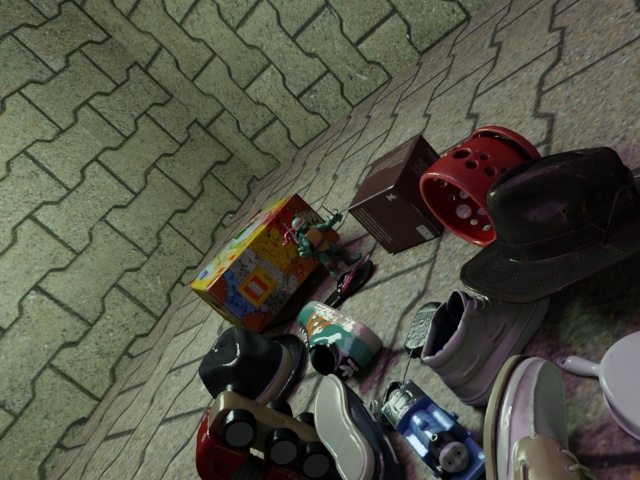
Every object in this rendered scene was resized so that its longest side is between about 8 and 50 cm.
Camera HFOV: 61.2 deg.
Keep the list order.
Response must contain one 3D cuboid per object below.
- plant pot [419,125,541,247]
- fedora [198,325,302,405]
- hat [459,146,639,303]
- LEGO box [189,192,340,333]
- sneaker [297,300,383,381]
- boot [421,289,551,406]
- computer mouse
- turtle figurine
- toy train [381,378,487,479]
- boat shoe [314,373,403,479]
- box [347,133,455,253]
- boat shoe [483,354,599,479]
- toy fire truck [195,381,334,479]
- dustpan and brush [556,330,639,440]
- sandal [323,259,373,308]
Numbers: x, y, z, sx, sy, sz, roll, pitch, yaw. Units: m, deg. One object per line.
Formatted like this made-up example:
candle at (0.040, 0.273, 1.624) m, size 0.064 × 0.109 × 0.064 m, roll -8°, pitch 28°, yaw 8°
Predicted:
plant pot at (0.313, -0.112, 1.034) m, size 0.174 × 0.191 × 0.191 m, roll -47°, pitch 17°, yaw -12°
fedora at (-0.198, 0.314, 1.330) m, size 0.334 × 0.152 × 0.334 m, roll -41°, pitch 18°, yaw 17°
hat at (0.330, -0.053, 0.760) m, size 0.331 × 0.134 × 0.331 m, roll -27°, pitch 13°, yaw 7°
LEGO box at (-0.199, 0.075, 1.711) m, size 0.372 × 0.193 × 0.500 m, roll -49°, pitch 12°, yaw -16°
sneaker at (0.007, 0.214, 1.153) m, size 0.121 × 0.108 × 0.302 m, roll -47°, pitch 18°, yaw -16°
boot at (0.248, 0.107, 0.804) m, size 0.258 × 0.123 × 0.095 m, roll -55°, pitch 19°, yaw -26°
computer mouse at (0.164, 0.212, 0.927) m, size 0.071 × 0.041 × 0.242 m, roll -17°, pitch 40°, yaw 59°
turtle figurine at (0.000, 0.000, 1.430) m, size 0.175 × 0.234 × 0.118 m, roll -55°, pitch 20°, yaw -25°
toy train at (0.155, 0.261, 0.707) m, size 0.080 × 0.105 × 0.184 m, roll -47°, pitch 17°, yaw -3°
boat shoe at (0.057, 0.302, 0.869) m, size 0.095 × 0.079 × 0.254 m, roll -67°, pitch 20°, yaw 5°
box at (0.205, -0.111, 1.311) m, size 0.167 × 0.168 × 0.203 m, roll -25°, pitch 27°, yaw 48°
boat shoe at (0.232, 0.257, 0.553) m, size 0.103 × 0.113 × 0.303 m, roll -24°, pitch 38°, yaw 47°
toy fire truck at (-0.127, 0.391, 0.931) m, size 0.246 × 0.217 × 0.158 m, roll -59°, pitch 17°, yaw 7°
dustpan and brush at (0.349, 0.150, 0.613) m, size 0.147 × 0.060 × 0.211 m, roll -50°, pitch 24°, yaw -16°
sandal at (0.062, 0.112, 1.363) m, size 0.179 × 0.040 × 0.067 m, roll -44°, pitch 17°, yaw 9°
